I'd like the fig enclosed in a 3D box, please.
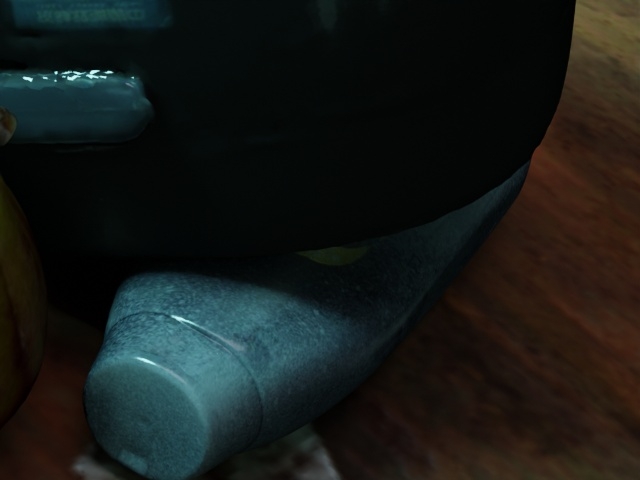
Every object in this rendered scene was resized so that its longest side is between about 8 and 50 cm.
[{"bbox_3d":[-0.109,-0.002,0.451,0.089,0.125,0.089,15,40,-13],"label":"fig"}]

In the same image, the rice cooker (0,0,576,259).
[{"bbox_3d":[-0.040,-0.135,0.533,0.267,0.224,0.267,-7,29,4],"label":"rice cooker"}]

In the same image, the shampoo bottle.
[{"bbox_3d":[0.000,0.000,0.567,0.087,0.049,0.234,24,35,16],"label":"shampoo bottle"}]
